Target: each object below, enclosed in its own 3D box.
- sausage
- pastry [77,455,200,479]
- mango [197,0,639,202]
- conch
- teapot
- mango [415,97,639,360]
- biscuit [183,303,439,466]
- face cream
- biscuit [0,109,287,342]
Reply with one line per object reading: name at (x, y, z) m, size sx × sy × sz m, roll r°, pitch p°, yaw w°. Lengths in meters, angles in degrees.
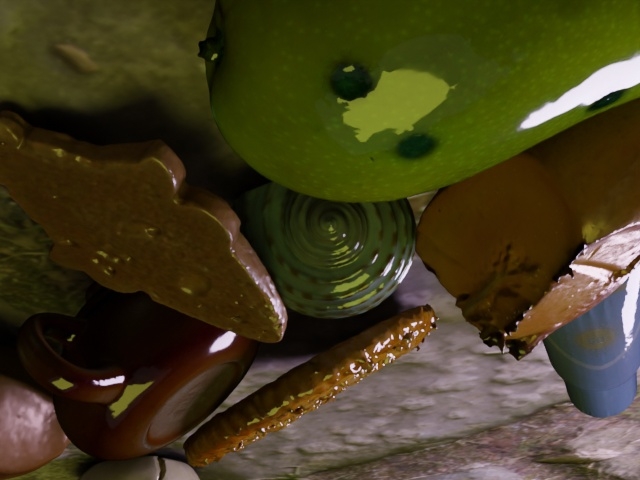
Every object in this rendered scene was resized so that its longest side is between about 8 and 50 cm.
sausage at (-0.310, 0.134, 0.940) m, size 0.136 × 0.120 × 0.241 m, roll 13°, pitch 168°, yaw 43°
pastry at (-0.212, 0.309, 1.327) m, size 0.156 × 0.092 × 0.156 m, roll -11°, pitch 148°, yaw -7°
mango at (0.084, -0.109, 0.574) m, size 0.293 × 0.143 × 0.175 m, roll -14°, pitch 155°, yaw -9°
conch at (-0.001, 0.005, 0.807) m, size 0.135 × 0.102 × 0.153 m, roll 9°, pitch 151°, yaw 2°
teapot at (-0.148, 0.081, 0.867) m, size 0.178 × 0.135 × 0.252 m, roll -52°, pitch 157°, yaw 12°
mango at (0.162, -0.034, 0.720) m, size 0.154 × 0.126 × 0.252 m, roll -21°, pitch 156°, yaw -50°
biscuit at (-0.008, 0.130, 0.991) m, size 0.254 × 0.035 × 0.254 m, roll -29°, pitch 171°, yaw -5°
face cream at (0.228, 0.051, 0.966) m, size 0.135 × 0.086 × 0.385 m, roll -8°, pitch 148°, yaw 13°
biscuit at (-0.115, -0.006, 0.747) m, size 0.250 × 0.035 × 0.162 m, roll 40°, pitch 143°, yaw -25°
